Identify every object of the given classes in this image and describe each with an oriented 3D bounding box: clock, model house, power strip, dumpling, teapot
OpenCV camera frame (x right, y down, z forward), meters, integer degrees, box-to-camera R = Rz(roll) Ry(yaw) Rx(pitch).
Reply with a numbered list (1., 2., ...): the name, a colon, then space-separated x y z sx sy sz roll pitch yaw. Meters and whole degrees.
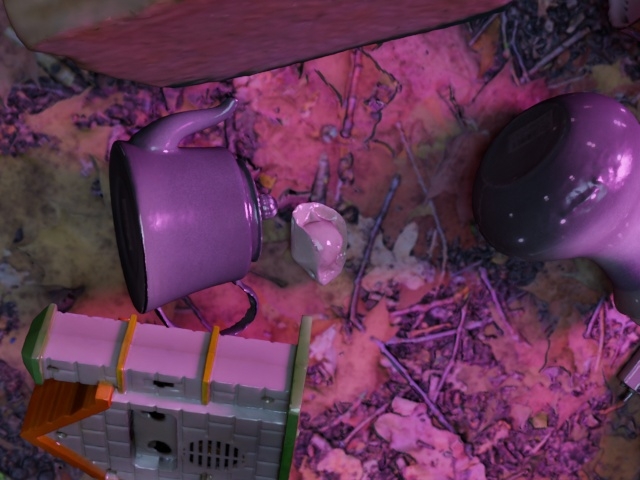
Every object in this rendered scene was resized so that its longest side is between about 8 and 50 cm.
1. clock: -0.145 0.155 0.992 0.255 0.106 0.219 9 140 -1
2. model house: -0.060 -0.338 0.847 0.382 0.335 0.342 -12 86 17
3. power strip: 0.379 0.126 1.162 0.051 0.019 0.136 37 93 -16
4. dumpling: -0.002 0.001 1.066 0.076 0.057 0.052 48 130 8
5. teapot: -0.112 -0.013 0.994 0.149 0.162 0.239 -10 109 -19
6. teapot: 0.279 -0.021 1.048 0.251 0.183 0.183 39 93 -27

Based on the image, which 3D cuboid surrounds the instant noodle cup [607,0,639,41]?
1. instant noodle cup: 0.422 -0.242 0.991 0.231 0.243 0.242 21 97 -7
